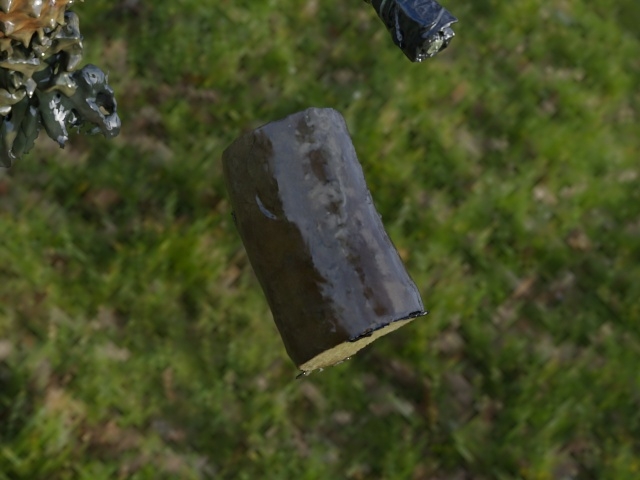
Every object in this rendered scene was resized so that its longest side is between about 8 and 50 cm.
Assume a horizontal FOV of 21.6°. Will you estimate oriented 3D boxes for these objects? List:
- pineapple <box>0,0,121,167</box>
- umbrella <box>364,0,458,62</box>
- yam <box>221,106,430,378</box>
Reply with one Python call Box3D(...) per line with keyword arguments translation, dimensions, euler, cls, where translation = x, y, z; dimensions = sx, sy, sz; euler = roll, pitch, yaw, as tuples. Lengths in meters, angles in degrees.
Box3D(translation=(-0.230, -0.194, 1.263), dimensions=(0.361, 0.175, 0.175), euler=(70, -7, -51), cls="pineapple")
Box3D(translation=(0.030, -0.205, 1.205), dimensions=(0.188, 0.046, 0.050), euler=(53, 2, 19), cls="umbrella")
Box3D(translation=(0.000, 0.001, 0.899), dimensions=(0.084, 0.084, 0.127), euler=(-4, 71, -64), cls="yam")
